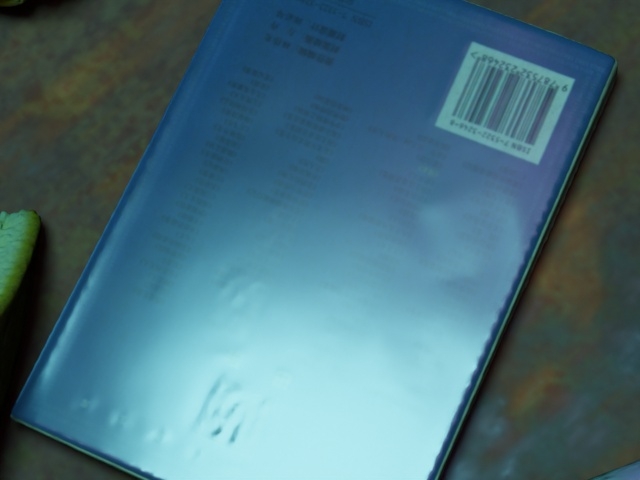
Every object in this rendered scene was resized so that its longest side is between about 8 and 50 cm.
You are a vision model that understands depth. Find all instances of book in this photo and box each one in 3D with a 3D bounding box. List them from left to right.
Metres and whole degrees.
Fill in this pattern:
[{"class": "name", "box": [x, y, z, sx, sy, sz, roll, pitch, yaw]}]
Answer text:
[{"class": "book", "box": [0.000, 0.000, 0.700, 0.191, 0.025, 0.269, 22, 77, 13]}]

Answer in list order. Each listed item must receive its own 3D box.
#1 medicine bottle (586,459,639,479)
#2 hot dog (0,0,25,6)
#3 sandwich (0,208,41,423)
[{"class": "medicine bottle", "box": [0.164, 0.170, 0.534, 0.325, 0.212, 0.212, -22, 73, 0]}, {"class": "hot dog", "box": [-0.177, -0.231, 0.762, 0.100, 0.068, 0.250, -23, 72, 0]}, {"class": "sandwich", "box": [-0.189, 0.086, 0.658, 0.090, 0.088, 0.244, 13, 75, 5]}]
